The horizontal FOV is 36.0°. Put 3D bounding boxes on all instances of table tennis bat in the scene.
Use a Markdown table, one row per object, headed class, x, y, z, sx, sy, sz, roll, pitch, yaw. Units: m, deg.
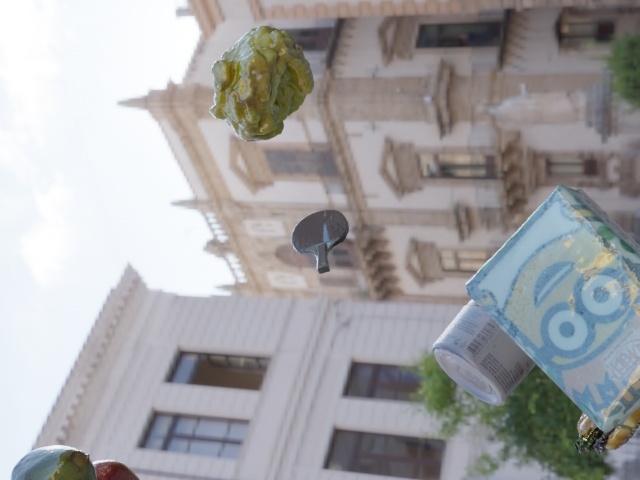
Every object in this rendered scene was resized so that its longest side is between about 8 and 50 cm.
| class | x | y | z | sx | sy | sz | roll | pitch | yaw |
| --- | --- | --- | --- | --- | --- | --- | --- | --- | --- |
| table tennis bat | 0.000 | 0.000 | 2.136 | 0.220 | 0.130 | 0.019 | -95 | -14 | -55 |

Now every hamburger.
| class | x | y | z | sx | sy | sz | roll | pitch | yaw |
| --- | --- | --- | --- | --- | --- | --- | --- | --- | --- |
| hamburger | 0.569 | 0.342 | 1.920 | 0.189 | 0.093 | 0.164 | -59 | -10 | 11 |

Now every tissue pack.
| class | x | y | z | sx | sy | sz | roll | pitch | yaw |
| --- | --- | --- | --- | --- | --- | --- | --- | --- | --- |
| tissue pack | 0.405 | 0.099 | 1.485 | 0.228 | 0.311 | 0.128 | -50 | -25 | 19 |

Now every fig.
| class | x | y | z | sx | sy | sz | roll | pitch | yaw |
| --- | --- | --- | --- | --- | --- | --- | --- | --- | --- |
| fig | -0.443 | 0.416 | 1.662 | 0.144 | 0.166 | 0.154 | 9 | -130 | -36 |

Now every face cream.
| class | x | y | z | sx | sy | sz | roll | pitch | yaw |
| --- | --- | --- | --- | --- | --- | --- | --- | --- | --- |
| face cream | 0.326 | 0.209 | 1.910 | 0.153 | 0.177 | 0.177 | -48 | -32 | -15 |

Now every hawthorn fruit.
| class | x | y | z | sx | sy | sz | roll | pitch | yaw |
| --- | --- | --- | --- | --- | --- | --- | --- | --- | --- |
| hawthorn fruit | -0.457 | 0.553 | 2.018 | 0.225 | 0.196 | 0.196 | 62 | -147 | -79 |

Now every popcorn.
| class | x | y | z | sx | sy | sz | roll | pitch | yaw |
| --- | --- | --- | --- | --- | --- | --- | --- | --- | --- |
| popcorn | -0.106 | -0.270 | 1.672 | 0.197 | 0.155 | 0.197 | -49 | -15 | -19 |
